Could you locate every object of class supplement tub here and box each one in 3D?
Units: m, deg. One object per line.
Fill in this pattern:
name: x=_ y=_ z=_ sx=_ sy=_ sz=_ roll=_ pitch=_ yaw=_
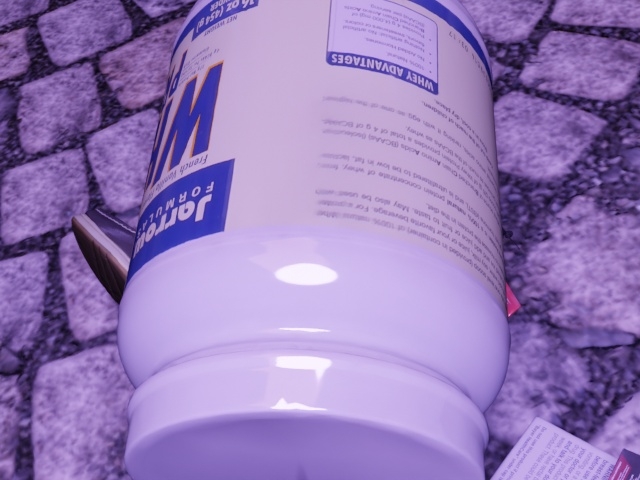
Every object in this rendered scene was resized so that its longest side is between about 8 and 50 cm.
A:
supplement tub: x=0.000 y=0.000 z=0.587 sx=0.235 sy=0.235 sz=0.325 roll=-5 pitch=55 yaw=13

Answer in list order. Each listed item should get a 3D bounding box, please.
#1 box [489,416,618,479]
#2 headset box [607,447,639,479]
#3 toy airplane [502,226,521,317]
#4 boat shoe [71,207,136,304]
box: x=0.151 y=0.193 z=0.515 sx=0.137 sy=0.072 sz=0.126 roll=26 pitch=59 yaw=34
headset box: x=0.177 y=0.153 z=0.471 sx=0.083 sy=0.032 sz=0.062 roll=19 pitch=55 yaw=31
toy airplane: x=0.088 y=0.030 z=0.712 sx=0.151 sy=0.028 sz=0.151 roll=-9 pitch=46 yaw=10
boat shoe: x=-0.118 y=0.036 z=0.740 sx=0.073 sy=0.080 sz=0.223 roll=-37 pitch=54 yaw=-24
